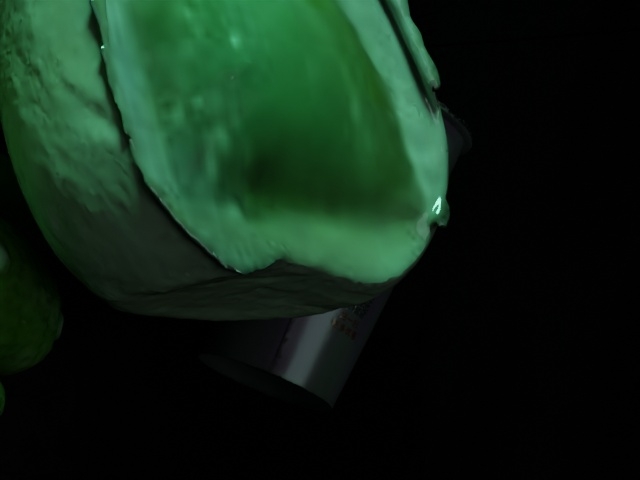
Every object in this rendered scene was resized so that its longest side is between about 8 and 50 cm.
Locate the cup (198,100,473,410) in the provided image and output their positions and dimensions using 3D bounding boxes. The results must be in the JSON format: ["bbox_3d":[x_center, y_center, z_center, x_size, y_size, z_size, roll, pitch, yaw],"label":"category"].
[{"bbox_3d":[0.000,0.000,1.580,0.203,0.203,0.288,35,71,-44],"label":"cup"}]

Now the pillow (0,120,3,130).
[{"bbox_3d":[-0.278,-0.220,1.328,0.173,0.067,0.270,2,91,-54],"label":"pillow"}]

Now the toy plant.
[{"bbox_3d":[-0.291,0.010,1.251,0.316,0.184,0.224,36,50,-54],"label":"toy plant"}]

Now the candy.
[{"bbox_3d":[-0.090,-0.137,1.359,0.386,0.186,0.427,-14,89,-39],"label":"candy"}]
